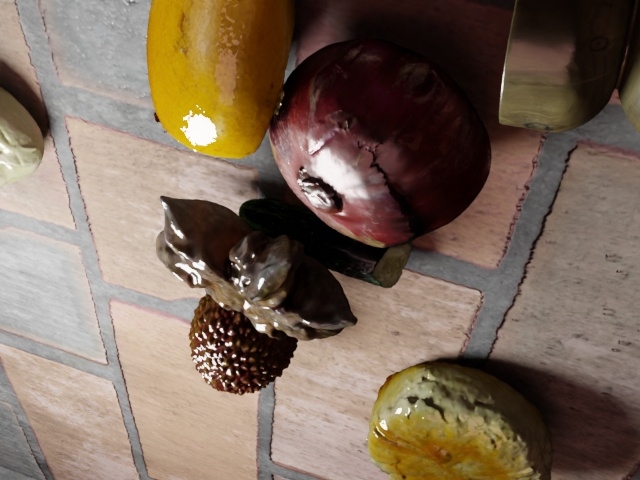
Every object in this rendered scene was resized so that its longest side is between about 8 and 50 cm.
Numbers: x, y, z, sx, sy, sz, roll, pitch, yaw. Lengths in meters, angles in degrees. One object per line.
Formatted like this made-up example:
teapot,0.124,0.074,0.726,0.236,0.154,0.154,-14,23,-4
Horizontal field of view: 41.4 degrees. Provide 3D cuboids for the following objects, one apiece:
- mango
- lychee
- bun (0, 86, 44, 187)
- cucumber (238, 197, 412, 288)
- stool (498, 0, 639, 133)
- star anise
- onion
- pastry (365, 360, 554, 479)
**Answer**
mango,-0.101,-0.223,0.864,0.138,0.187,0.257,-5,126,-22
lychee,-0.124,0.154,1.326,0.188,0.188,0.188,14,142,11
bun,-0.516,-0.153,1.199,0.237,0.116,0.210,4,139,22
cucumber,0.000,-0.001,1.153,0.241,0.074,0.074,18,143,10
stool,0.298,-0.164,0.711,0.264,0.179,0.179,11,142,15
star anise,-0.087,0.044,1.112,0.315,0.108,0.315,29,166,8
onion,0.055,-0.100,0.909,0.246,0.190,0.246,31,154,17
pastry,0.228,0.321,1.376,0.329,0.136,0.330,14,140,12
